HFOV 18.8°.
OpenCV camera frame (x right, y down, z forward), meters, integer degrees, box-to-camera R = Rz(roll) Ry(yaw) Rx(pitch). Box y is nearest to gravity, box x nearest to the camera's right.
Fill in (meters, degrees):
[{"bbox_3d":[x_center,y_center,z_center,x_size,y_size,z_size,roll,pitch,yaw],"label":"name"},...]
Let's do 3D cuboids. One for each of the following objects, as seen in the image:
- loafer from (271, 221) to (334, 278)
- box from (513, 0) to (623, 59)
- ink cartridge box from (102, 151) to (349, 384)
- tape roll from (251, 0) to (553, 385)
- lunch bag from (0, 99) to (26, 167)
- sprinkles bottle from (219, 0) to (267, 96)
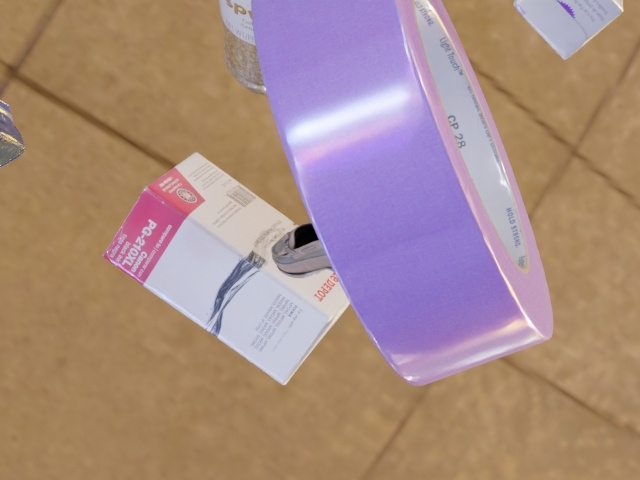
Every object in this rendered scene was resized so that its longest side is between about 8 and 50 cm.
[{"bbox_3d":[0.000,0.000,1.354,0.045,0.125,0.039,-47,114,-22],"label":"loafer"},{"bbox_3d":[0.210,-0.253,1.606,0.067,0.324,0.063,43,117,-16],"label":"box"},{"bbox_3d":[-0.086,0.027,2.047,0.100,0.237,0.172,-56,177,21],"label":"ink cartridge box"},{"bbox_3d":[0.054,-0.053,1.193,0.090,0.275,0.275,-22,145,12],"label":"tape roll"},{"bbox_3d":[-0.358,-0.116,1.997,0.067,0.065,0.098,-29,159,10],"label":"lunch bag"},{"bbox_3d":[-0.045,-0.278,1.819,0.121,0.121,0.355,-43,158,-19],"label":"sprinkles bottle"}]
